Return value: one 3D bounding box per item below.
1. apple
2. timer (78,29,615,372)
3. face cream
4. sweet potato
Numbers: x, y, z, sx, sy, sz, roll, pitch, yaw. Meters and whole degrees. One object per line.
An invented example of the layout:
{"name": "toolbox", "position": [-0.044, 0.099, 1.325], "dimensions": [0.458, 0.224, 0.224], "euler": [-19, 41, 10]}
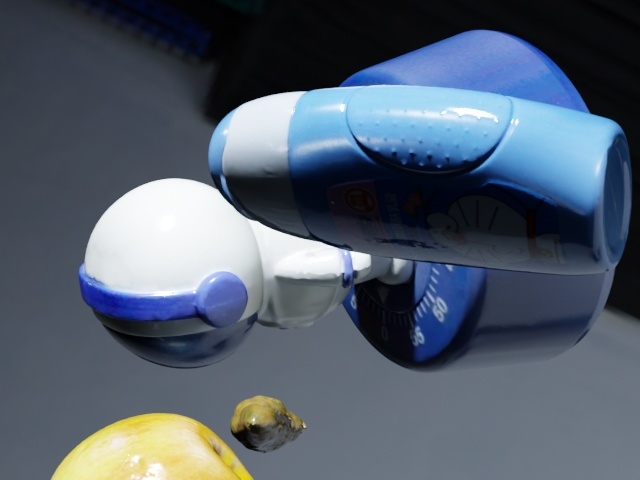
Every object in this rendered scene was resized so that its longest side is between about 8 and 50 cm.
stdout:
{"name": "apple", "position": [-0.180, 0.336, 2.055], "dimensions": [0.233, 0.286, 0.286], "euler": [-34, 8, 1]}
{"name": "timer", "position": [0.000, 0.000, 1.351], "dimensions": [0.270, 0.383, 0.270], "euler": [35, 131, 52]}
{"name": "face cream", "position": [0.054, -0.040, 1.100], "dimensions": [0.149, 0.264, 0.083], "euler": [67, -144, -51]}
{"name": "sweet potato", "position": [-0.057, 0.170, 1.660], "dimensions": [0.053, 0.054, 0.182], "euler": [-34, -9, 3]}
